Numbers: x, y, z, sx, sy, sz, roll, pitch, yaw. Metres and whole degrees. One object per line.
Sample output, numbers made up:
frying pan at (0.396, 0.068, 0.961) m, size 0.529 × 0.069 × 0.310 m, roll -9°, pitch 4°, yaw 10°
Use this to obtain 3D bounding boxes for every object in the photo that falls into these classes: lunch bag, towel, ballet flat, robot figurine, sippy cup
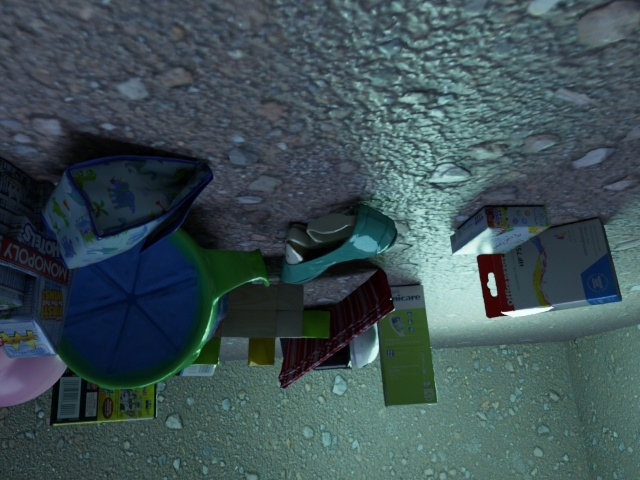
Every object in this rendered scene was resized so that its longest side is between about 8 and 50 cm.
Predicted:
lunch bag at (-0.207, -0.037, 0.583) m, size 0.151 × 0.096 × 0.129 m, roll -27°, pitch -178°, yaw -43°
towel at (0.029, 0.166, 1.054) m, size 0.275 × 0.031 × 0.199 m, roll -38°, pitch -171°, yaw 10°
ballet flat at (0.000, 0.000, 0.794) m, size 0.087 × 0.083 × 0.247 m, roll 37°, pitch 142°, yaw -28°
robot figurine at (0.029, 0.283, 1.507) m, size 0.278 × 0.209 × 0.173 m, roll -4°, pitch 151°, yaw 9°
sippy cup at (-0.244, 0.089, 0.795) m, size 0.306 × 0.240 × 0.224 m, roll 18°, pitch 175°, yaw 7°

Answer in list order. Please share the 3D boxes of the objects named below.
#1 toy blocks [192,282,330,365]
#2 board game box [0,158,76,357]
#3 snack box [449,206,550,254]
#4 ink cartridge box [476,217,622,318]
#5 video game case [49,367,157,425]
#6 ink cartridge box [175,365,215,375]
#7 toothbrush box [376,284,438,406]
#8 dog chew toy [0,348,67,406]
toy blocks at (-0.187, 0.138, 1.055) m, size 0.381 × 0.190 × 0.261 m, roll 2°, pitch 172°, yaw -7°
board game box at (-0.334, 0.027, 0.584) m, size 0.060 × 0.194 × 0.194 m, roll -4°, pitch 163°, yaw 2°
snack box at (0.281, -0.014, 0.848) m, size 0.100 × 0.037 × 0.141 m, roll -2°, pitch 163°, yaw -9°
ink cartridge box at (0.386, 0.057, 0.934) m, size 0.231 × 0.134 × 0.078 m, roll -15°, pitch 160°, yaw 31°
video game case at (-0.548, 0.326, 1.363) m, size 0.248 × 0.274 × 0.035 m, roll 6°, pitch 158°, yaw -29°
ink cartridge box at (-0.385, 0.204, 1.138) m, size 0.333 × 0.065 × 0.165 m, roll 17°, pitch 180°, yaw 40°
toothbrush box at (0.209, 0.272, 1.339) m, size 0.122 × 0.283 × 0.206 m, roll -4°, pitch 163°, yaw 3°
dog chew toy at (-0.529, 0.136, 0.808) m, size 0.207 × 0.206 × 0.332 m, roll -5°, pitch 155°, yaw 4°
